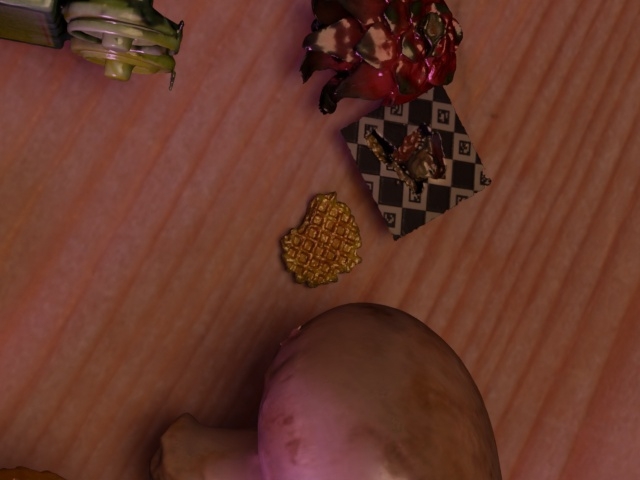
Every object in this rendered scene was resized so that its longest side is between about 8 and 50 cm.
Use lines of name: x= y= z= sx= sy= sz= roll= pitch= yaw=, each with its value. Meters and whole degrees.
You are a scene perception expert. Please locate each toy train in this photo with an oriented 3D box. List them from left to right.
toy train: x=-0.189 y=-0.218 z=1.199 sx=0.188 sy=0.272 sz=0.159 roll=11 pitch=88 yaw=-8

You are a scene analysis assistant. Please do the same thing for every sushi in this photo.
sushi: x=0.085 y=-0.077 z=1.453 sx=0.126 sy=0.026 sz=0.120 roll=-31 pitch=100 yaw=-26

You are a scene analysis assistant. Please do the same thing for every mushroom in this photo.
mushroom: x=0.006 y=0.206 z=1.317 sx=0.290 sy=0.297 sz=0.297 roll=-10 pitch=95 yaw=12

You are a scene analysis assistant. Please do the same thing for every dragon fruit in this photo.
dragon fruit: x=0.056 y=-0.180 z=1.391 sx=0.142 sy=0.121 sz=0.130 roll=16 pitch=49 yaw=1

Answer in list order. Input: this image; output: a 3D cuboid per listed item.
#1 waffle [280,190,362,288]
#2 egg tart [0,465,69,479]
waffle: x=0.000 y=0.002 z=1.418 sx=0.085 sy=0.016 sz=0.078 roll=-39 pitch=105 yaw=-19
egg tart: x=-0.256 y=0.273 z=1.225 sx=0.202 sy=0.147 sz=0.202 roll=1 pitch=88 yaw=-25
